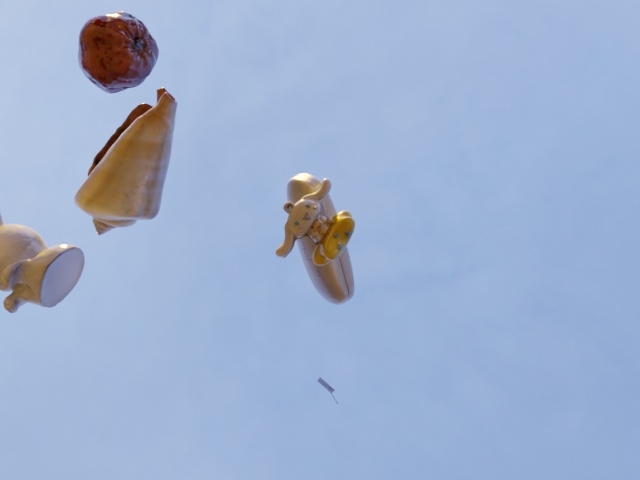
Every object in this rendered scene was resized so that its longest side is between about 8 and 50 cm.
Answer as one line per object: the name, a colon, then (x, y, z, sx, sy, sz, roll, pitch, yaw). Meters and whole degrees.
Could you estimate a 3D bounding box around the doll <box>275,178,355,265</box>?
doll: (-0.005, -0.030, 1.199, 0.113, 0.071, 0.135, 10, -95, -12)

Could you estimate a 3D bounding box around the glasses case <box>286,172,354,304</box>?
glasses case: (0.000, 0.000, 1.290, 0.092, 0.059, 0.233, 21, -48, 53)

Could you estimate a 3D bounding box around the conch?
conch: (-0.294, -0.115, 1.274, 0.127, 0.158, 0.255, 37, -81, -24)

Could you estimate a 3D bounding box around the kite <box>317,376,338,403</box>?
kite: (0.012, 0.268, 1.404, 0.044, 0.002, 0.078, 32, -25, 26)

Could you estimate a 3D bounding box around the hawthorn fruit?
hawthorn fruit: (-0.224, -0.203, 0.845, 0.093, 0.093, 0.093, 7, -77, 32)

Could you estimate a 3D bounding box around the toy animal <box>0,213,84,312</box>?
toy animal: (-0.470, 0.010, 1.132, 0.221, 0.130, 0.103, 30, -26, 9)
